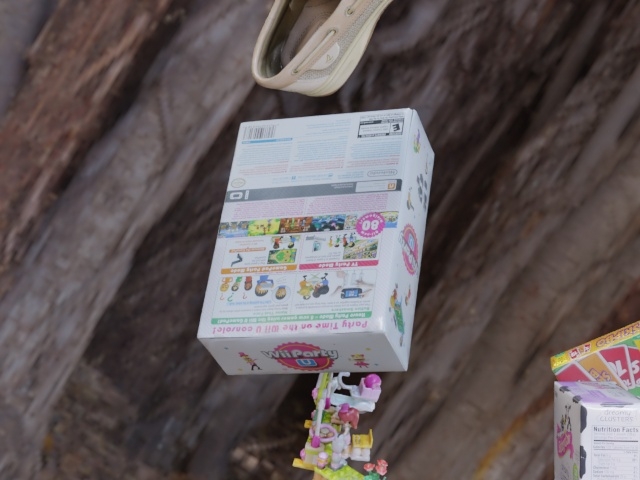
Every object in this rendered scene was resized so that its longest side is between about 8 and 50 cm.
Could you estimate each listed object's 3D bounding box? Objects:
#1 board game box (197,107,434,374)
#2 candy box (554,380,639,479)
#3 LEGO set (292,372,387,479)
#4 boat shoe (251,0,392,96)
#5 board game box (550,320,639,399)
[{"bbox_3d":[0.000,0.000,1.550,0.224,0.303,0.097,-3,-34,20],"label":"board game box"},{"bbox_3d":[0.283,0.249,1.362,0.070,0.196,0.165,0,1,1],"label":"candy box"},{"bbox_3d":[0.042,0.236,1.580,0.132,0.107,0.287,0,29,-15],"label":"LEGO set"},{"bbox_3d":[0.024,-0.279,1.332,0.109,0.302,0.098,43,27,28],"label":"boat shoe"},{"bbox_3d":[0.397,0.225,1.651,0.259,0.124,0.039,56,20,-24],"label":"board game box"}]
